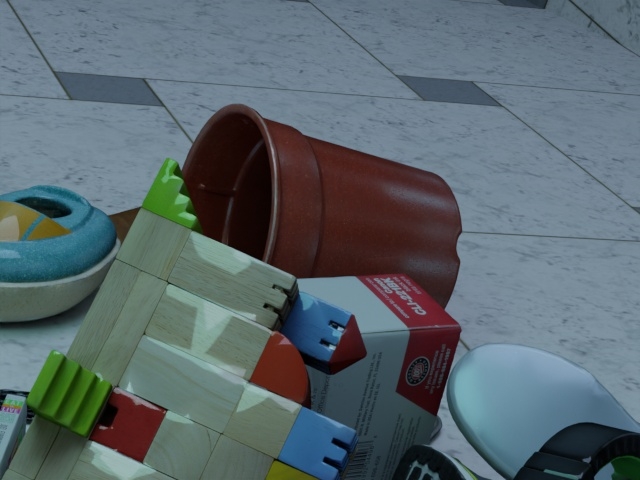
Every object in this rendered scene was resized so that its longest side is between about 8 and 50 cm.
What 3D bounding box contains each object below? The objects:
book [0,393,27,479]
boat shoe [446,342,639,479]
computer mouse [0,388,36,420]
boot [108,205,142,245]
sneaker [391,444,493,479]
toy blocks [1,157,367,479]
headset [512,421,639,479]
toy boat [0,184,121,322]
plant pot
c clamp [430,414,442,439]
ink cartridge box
[{"bbox_3d":[-0.285,0.206,1.708,0.035,0.096,0.144,10,20,-2],"label":"book"},{"bbox_3d":[0.280,0.230,1.852,0.367,0.136,0.156,27,-21,10],"label":"boat shoe"},{"bbox_3d":[-0.364,0.152,1.907,0.242,0.041,0.071,3,20,-22],"label":"computer mouse"},{"bbox_3d":[-0.113,0.001,2.391,0.264,0.096,0.280,33,33,25],"label":"boot"},{"bbox_3d":[0.171,0.278,1.765,0.121,0.111,0.300,19,9,-43],"label":"sneaker"},{"bbox_3d":[-0.089,0.161,1.596,0.261,0.381,0.191,23,-13,9],"label":"toy blocks"},{"bbox_3d":[0.140,0.303,1.484,0.185,0.243,0.394,10,41,35],"label":"headset"},{"bbox_3d":[-0.394,-0.017,2.206,0.318,0.148,0.267,15,20,12],"label":"toy boat"},{"bbox_3d":[0.000,0.000,2.231,0.265,0.272,0.272,9,17,-28],"label":"plant pot"},{"bbox_3d":[0.051,0.189,2.041,0.137,0.022,0.161,19,21,24],"label":"c clamp"},{"bbox_3d":[-0.027,0.145,1.841,0.273,0.197,0.114,-3,30,-32],"label":"ink cartridge box"}]
